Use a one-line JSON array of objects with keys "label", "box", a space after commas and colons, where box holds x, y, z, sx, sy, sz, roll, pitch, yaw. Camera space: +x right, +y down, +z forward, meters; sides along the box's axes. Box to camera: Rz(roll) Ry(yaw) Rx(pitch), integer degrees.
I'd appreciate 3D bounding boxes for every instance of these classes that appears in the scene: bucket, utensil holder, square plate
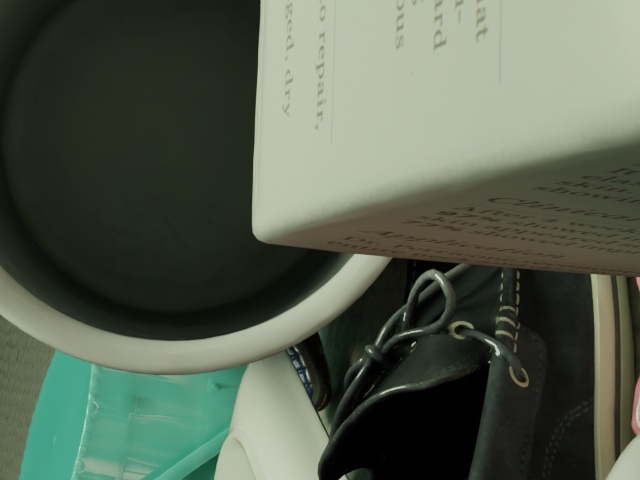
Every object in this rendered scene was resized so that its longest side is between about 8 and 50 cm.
[{"label": "bucket", "box": [-0.160, 0.202, 1.650, 0.281, 0.183, 0.281, -166, 90, -72]}, {"label": "utensil holder", "box": [-0.105, -0.083, 1.277, 0.385, 0.327, 0.328, -171, 96, -85]}, {"label": "square plate", "box": [-0.034, 0.298, 1.286, 0.347, 0.049, 0.344, -118, 33, -53]}]

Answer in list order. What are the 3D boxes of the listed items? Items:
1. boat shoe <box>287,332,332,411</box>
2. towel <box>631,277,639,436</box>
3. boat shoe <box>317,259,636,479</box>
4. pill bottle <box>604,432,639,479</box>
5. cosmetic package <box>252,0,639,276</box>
[{"label": "boat shoe", "box": [-0.041, 0.065, 1.518, 0.066, 0.066, 0.183, -25, 72, 21]}, {"label": "towel", "box": [0.179, 0.009, 0.959, 0.197, 0.029, 0.144, 75, -162, -62]}, {"label": "boat shoe", "box": [0.087, 0.103, 1.092, 0.187, 0.156, 0.500, 124, 155, -47]}, {"label": "pill bottle", "box": [0.134, 0.285, 0.707, 0.229, 0.229, 0.408, -108, 38, -58]}, {"label": "cosmetic package", "box": [0.191, -0.161, 0.669, 0.393, 0.329, 0.327, 167, 107, -68]}]
